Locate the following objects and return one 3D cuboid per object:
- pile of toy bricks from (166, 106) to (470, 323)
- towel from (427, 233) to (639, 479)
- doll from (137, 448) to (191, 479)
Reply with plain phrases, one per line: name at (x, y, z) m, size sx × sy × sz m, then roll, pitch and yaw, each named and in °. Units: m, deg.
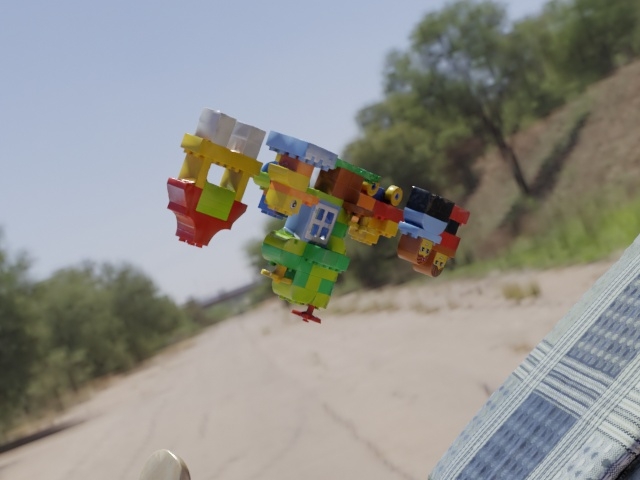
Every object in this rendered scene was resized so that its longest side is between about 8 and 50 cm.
pile of toy bricks at (0.000, 0.000, 0.953) m, size 0.118 × 0.105 × 0.212 m, roll 21°, pitch 1°, yaw 36°
towel at (0.226, 0.116, 1.154) m, size 0.324 × 0.056 × 0.312 m, roll -48°, pitch 8°, yaw -1°
doll at (0.008, 0.144, 0.676) m, size 0.189 × 0.046 × 0.129 m, roll 23°, pitch 2°, yaw -41°
